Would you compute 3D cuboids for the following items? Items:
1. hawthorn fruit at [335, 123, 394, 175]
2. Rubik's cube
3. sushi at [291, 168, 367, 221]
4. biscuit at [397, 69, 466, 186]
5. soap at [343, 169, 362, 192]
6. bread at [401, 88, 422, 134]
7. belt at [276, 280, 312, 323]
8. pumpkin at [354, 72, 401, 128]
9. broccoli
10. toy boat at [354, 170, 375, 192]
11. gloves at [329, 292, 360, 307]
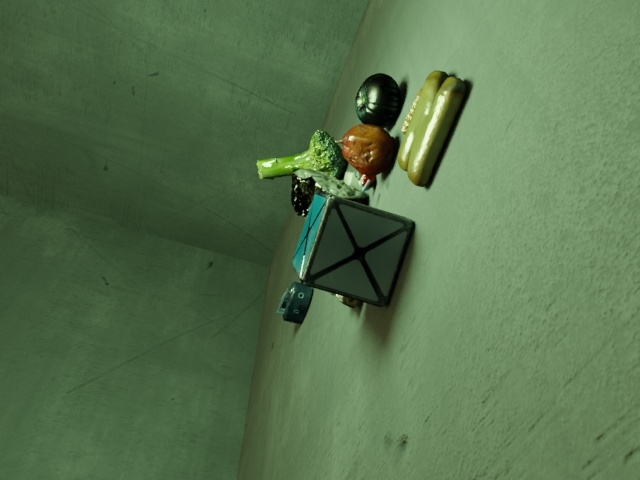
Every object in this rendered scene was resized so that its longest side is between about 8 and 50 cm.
[{"bbox_3d":[0.160,-0.305,1.863,0.173,0.179,0.173,-39,28,26],"label":"hawthorn fruit"},{"bbox_3d":[0.078,0.016,1.567,0.259,0.255,0.260,-149,75,-80],"label":"Rubik's cube"},{"bbox_3d":[0.002,-0.140,2.075,0.348,0.235,0.207,39,121,47],"label":"sushi"},{"bbox_3d":[0.287,-0.303,1.493,0.237,0.062,0.290,-99,25,-65],"label":"biscuit"},{"bbox_3d":[0.115,-0.182,2.211,0.121,0.064,0.183,-125,51,-76],"label":"soap"},{"bbox_3d":[0.285,-0.382,1.661,0.052,0.044,0.157,-78,10,-50],"label":"bread"},{"bbox_3d":[-0.124,0.288,2.584,0.122,0.129,0.218,-90,18,-54],"label":"belt"},{"bbox_3d":[0.207,-0.493,1.985,0.202,0.140,0.201,-178,90,-69],"label":"pumpkin"},{"bbox_3d":[-0.072,-0.364,2.593,0.353,0.397,0.274,-60,17,28],"label":"broccoli"},{"bbox_3d":[0.161,-0.231,2.021,0.058,0.069,0.172,-50,21,31],"label":"toy boat"},{"bbox_3d":[0.083,0.156,1.784,0.144,0.110,0.094,42,112,46],"label":"gloves"}]
